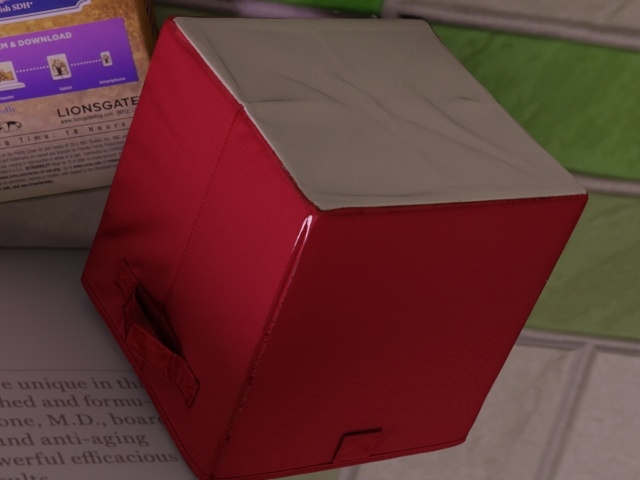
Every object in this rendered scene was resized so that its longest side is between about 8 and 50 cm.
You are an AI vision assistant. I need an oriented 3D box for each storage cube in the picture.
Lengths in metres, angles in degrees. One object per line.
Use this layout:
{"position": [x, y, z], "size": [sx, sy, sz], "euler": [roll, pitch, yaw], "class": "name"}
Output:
{"position": [0.000, 0.000, 0.964], "size": [0.215, 0.183, 0.193], "euler": [-3, 131, -34], "class": "storage cube"}

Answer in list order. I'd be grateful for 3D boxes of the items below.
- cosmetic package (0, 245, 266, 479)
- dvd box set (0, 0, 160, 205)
{"position": [-0.227, 0.239, 0.973], "size": [0.327, 0.393, 0.329], "euler": [1, 123, -29], "class": "cosmetic package"}
{"position": [-0.265, -0.196, 0.921], "size": [0.308, 0.062, 0.420], "euler": [-9, 126, 4], "class": "dvd box set"}
